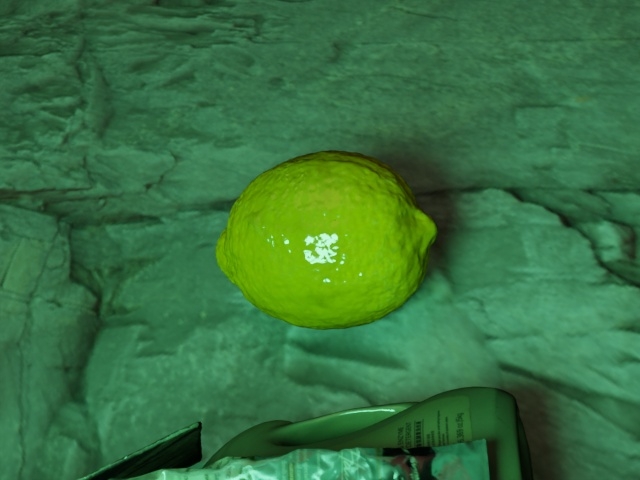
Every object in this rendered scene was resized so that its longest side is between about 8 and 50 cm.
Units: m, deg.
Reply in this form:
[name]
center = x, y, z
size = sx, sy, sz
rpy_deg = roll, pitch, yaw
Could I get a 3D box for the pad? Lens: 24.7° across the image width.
[pad]
center = -0.223, 0.203, 0.943
size = 0.330, 0.220, 0.004
rpy_deg = -26, 79, -9

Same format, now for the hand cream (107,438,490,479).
[hand cream]
center = -0.022, 0.160, 0.859
size = 0.248, 0.052, 0.075
rpy_deg = -5, 71, 9

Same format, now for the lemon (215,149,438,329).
[lemon]
center = 0.000, 0.000, 1.141
size = 0.187, 0.142, 0.142
rpy_deg = -7, 35, 26

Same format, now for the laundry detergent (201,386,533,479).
[laundry detergent]
center = 0.008, 0.177, 0.928
size = 0.253, 0.091, 0.181
rpy_deg = -11, 39, 11
